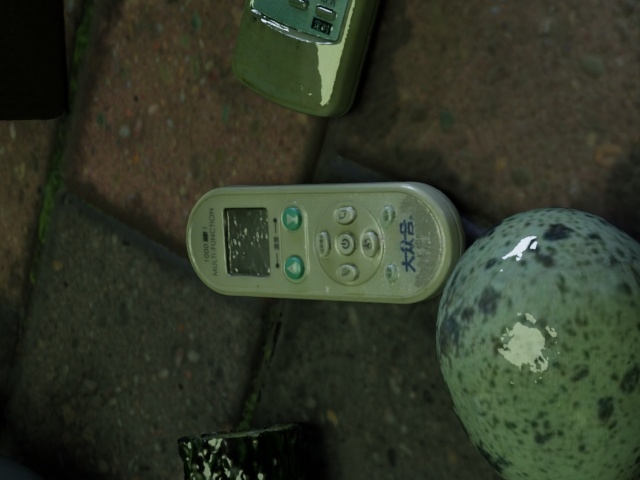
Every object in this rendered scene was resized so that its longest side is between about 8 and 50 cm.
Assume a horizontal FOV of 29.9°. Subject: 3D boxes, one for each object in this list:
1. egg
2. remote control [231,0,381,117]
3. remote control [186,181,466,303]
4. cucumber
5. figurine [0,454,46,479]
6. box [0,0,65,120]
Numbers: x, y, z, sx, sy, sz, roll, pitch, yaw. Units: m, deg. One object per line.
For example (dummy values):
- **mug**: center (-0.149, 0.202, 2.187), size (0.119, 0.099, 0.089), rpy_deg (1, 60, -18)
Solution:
- **egg**: center (0.131, 0.067, 0.659), size (0.132, 0.132, 0.172), rpy_deg (2, 106, 37)
- **remote control**: center (0.006, -0.199, 0.779), size (0.098, 0.038, 0.233), rpy_deg (27, 110, 31)
- **remote control**: center (0.000, 0.000, 0.807), size (0.221, 0.042, 0.078), rpy_deg (1, 97, 38)
- **cucumber**: center (-0.045, 0.307, 0.812), size (0.096, 0.096, 0.359), rpy_deg (-10, 80, 38)
- **figurine**: center (-0.296, 0.327, 0.999), size (0.225, 0.205, 0.381), rpy_deg (25, 128, 19)
- **box**: center (-0.336, -0.172, 0.896), size (0.143, 0.273, 0.184), rpy_deg (4, 99, 34)
